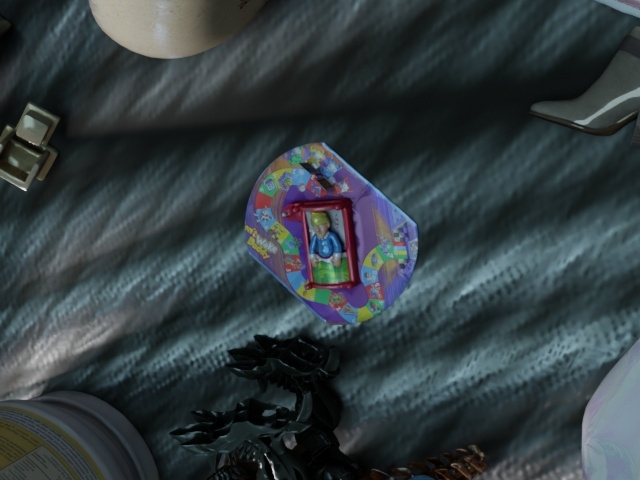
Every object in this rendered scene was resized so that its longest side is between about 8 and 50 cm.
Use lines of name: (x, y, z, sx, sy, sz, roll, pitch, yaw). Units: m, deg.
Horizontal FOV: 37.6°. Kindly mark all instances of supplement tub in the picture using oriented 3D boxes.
supplement tub: (-0.323, 0.291, 0.875, 0.241, 0.331, 0.240, 5, 104, 23)

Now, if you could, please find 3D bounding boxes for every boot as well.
boot: (0.227, -0.119, 0.712, 0.119, 0.042, 0.086, 19, 102, 17)

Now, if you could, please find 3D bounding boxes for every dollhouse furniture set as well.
dollhouse furniture set: (-0.300, -0.173, 0.914, 0.161, 0.101, 0.182, 31, 114, -12)

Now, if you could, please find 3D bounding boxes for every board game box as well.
board game box: (0.000, 0.000, 0.836, 0.169, 0.033, 0.133, 42, 114, 10)

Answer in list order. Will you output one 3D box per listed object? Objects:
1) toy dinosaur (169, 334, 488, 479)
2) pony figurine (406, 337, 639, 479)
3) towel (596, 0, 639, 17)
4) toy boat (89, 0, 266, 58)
toy dinosaur: (-0.018, 0.211, 0.856, 0.322, 0.164, 0.218, -20, 108, 3)
pony figurine: (0.227, 0.261, 0.679, 0.364, 0.302, 0.351, 37, 132, -5)
towel: (0.293, -0.238, 0.656, 0.144, 0.029, 0.197, 25, 108, 17)
toy boat: (-0.064, -0.282, 0.715, 0.148, 0.267, 0.318, 44, 84, 0)
